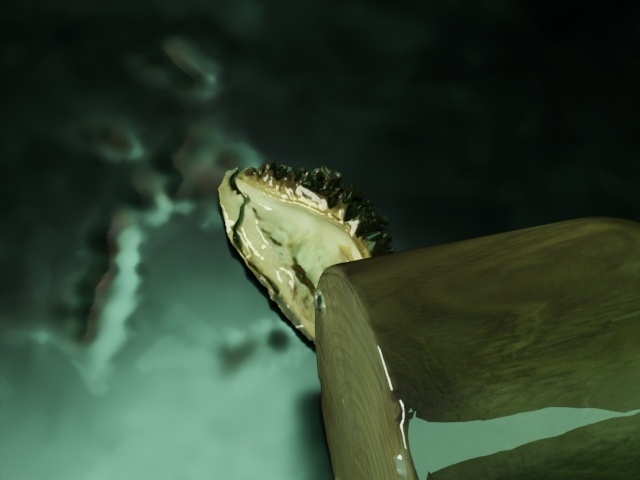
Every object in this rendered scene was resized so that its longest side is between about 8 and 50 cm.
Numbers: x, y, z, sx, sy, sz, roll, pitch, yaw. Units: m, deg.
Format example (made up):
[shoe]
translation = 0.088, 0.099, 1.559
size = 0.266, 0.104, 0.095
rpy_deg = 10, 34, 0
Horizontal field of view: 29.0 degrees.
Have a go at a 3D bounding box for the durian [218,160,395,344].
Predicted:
[durian]
translation = 0.002, 0.002, 0.621
size = 0.066, 0.052, 0.130
rpy_deg = -46, 70, 19

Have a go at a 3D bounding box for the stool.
[stool]
translation = 0.143, 0.074, 0.517
size = 0.264, 0.179, 0.179
rpy_deg = -11, 68, -10
